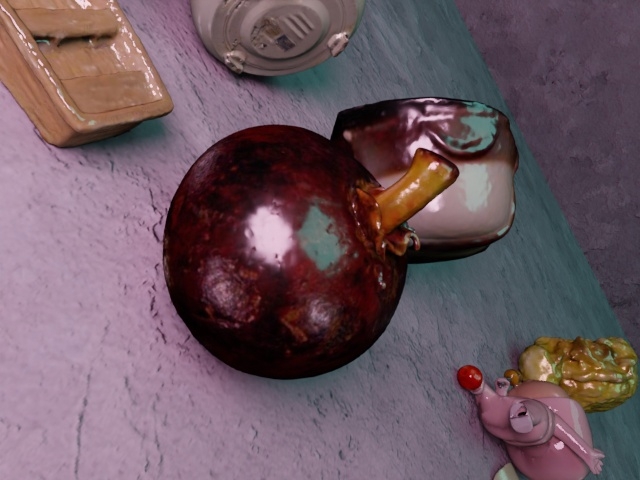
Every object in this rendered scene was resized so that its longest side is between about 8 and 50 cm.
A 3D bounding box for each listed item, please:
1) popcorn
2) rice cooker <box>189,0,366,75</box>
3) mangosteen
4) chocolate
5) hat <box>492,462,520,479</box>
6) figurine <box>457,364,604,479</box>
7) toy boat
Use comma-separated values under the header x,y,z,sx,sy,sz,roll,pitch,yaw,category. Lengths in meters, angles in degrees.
x,y,z,sx,sy,sz,roll,pitch,yaw,category
0.597,0.298,1.105,0.286,0.225,0.173,29,45,-44,popcorn
-0.066,-0.346,0.605,0.226,0.226,0.244,5,67,-53,rice cooker
0.000,0.000,0.430,0.236,0.262,0.235,35,43,-40,mangosteen
0.139,-0.062,0.691,0.284,0.284,0.186,18,75,-48,chocolate
0.349,0.456,0.807,0.122,0.081,0.166,24,42,-48,hat
0.370,0.305,0.842,0.287,0.176,0.186,35,49,-26,figurine
-0.222,-0.173,0.412,0.188,0.061,0.116,61,35,-7,toy boat
